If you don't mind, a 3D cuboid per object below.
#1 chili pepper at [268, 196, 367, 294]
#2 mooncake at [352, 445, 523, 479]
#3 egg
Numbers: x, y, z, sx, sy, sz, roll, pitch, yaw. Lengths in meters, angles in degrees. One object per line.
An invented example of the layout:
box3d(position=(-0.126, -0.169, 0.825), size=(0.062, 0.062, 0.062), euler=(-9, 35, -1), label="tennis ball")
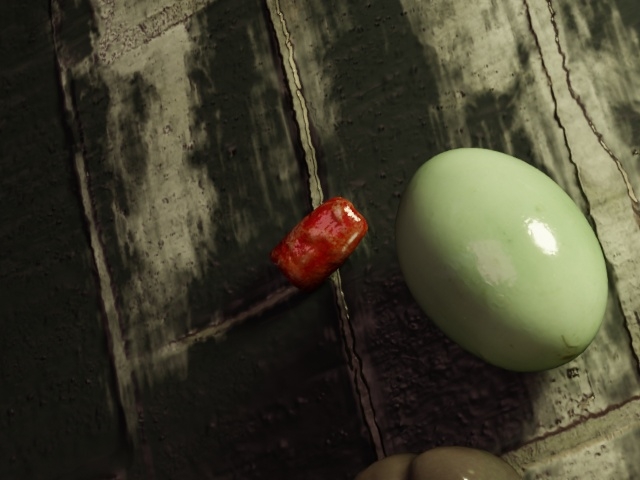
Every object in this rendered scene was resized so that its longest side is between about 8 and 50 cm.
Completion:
box3d(position=(0.000, 0.000, 2.165), size=(0.123, 0.070, 0.073), euler=(-44, 39, 14), label="chili pepper")
box3d(position=(0.122, 0.337, 1.935), size=(0.245, 0.133, 0.245), euler=(-10, 73, 35), label="mooncake")
box3d(position=(0.194, 0.020, 1.952), size=(0.203, 0.203, 0.282), euler=(-41, 60, 13), label="egg")
